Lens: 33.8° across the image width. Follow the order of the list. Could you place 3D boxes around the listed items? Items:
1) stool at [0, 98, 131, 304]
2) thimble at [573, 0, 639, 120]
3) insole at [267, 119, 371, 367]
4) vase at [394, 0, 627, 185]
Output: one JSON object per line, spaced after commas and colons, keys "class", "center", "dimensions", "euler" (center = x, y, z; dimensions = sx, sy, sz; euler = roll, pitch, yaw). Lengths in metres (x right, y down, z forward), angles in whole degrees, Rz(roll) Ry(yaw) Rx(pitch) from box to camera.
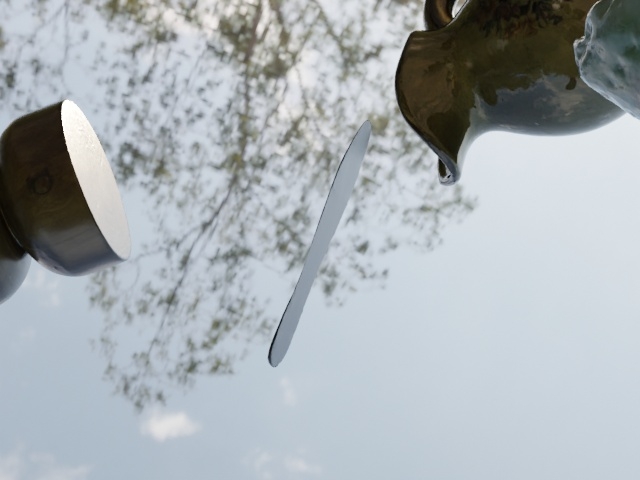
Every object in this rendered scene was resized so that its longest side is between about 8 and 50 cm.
{"class": "stool", "center": [-0.351, -0.018, 1.083], "dimensions": [0.264, 0.179, 0.179], "euler": [-20, -128, 2]}
{"class": "thimble", "center": [0.256, -0.145, 0.611], "dimensions": [0.149, 0.211, 0.185], "euler": [39, -112, 12]}
{"class": "insole", "center": [0.000, 0.000, 0.989], "dimensions": [0.005, 0.086, 0.253], "euler": [19, -100, 14]}
{"class": "vase", "center": [0.236, -0.258, 1.325], "dimensions": [0.241, 0.302, 0.329], "euler": [49, -159, -50]}
